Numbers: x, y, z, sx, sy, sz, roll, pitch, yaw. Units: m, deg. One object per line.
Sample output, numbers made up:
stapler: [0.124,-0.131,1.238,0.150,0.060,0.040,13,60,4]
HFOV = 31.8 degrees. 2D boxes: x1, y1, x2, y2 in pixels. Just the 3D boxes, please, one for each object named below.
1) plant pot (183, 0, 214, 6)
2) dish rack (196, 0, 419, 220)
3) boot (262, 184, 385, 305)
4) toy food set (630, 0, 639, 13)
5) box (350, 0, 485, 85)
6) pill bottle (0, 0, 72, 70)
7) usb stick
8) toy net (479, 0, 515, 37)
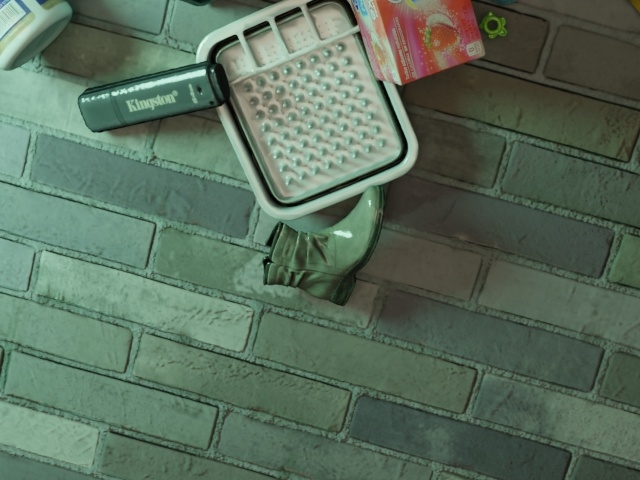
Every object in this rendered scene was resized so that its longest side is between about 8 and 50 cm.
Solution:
plant pot: [-0.154,-0.527,1.689,0.247,0.248,0.252,-23,94,11]
dish rack: [-0.018,-0.225,1.829,0.285,0.072,0.333,-22,100,9]
boot: [0.000,0.000,1.837,0.161,0.083,0.246,17,124,-11]
toy food set: [0.583,-0.404,1.736,0.218,0.071,0.128,6,128,6]
box: [0.120,-0.397,1.675,0.142,0.154,0.300,-20,105,-8]
pill bottle: [-0.538,-0.415,1.791,0.153,0.153,0.264,-40,97,13]
usb stick: [-0.274,-0.232,1.824,0.278,0.045,0.077,-8,104,27]
toy net: [0.204,-0.412,1.779,0.232,0.045,0.122,23,111,2]
